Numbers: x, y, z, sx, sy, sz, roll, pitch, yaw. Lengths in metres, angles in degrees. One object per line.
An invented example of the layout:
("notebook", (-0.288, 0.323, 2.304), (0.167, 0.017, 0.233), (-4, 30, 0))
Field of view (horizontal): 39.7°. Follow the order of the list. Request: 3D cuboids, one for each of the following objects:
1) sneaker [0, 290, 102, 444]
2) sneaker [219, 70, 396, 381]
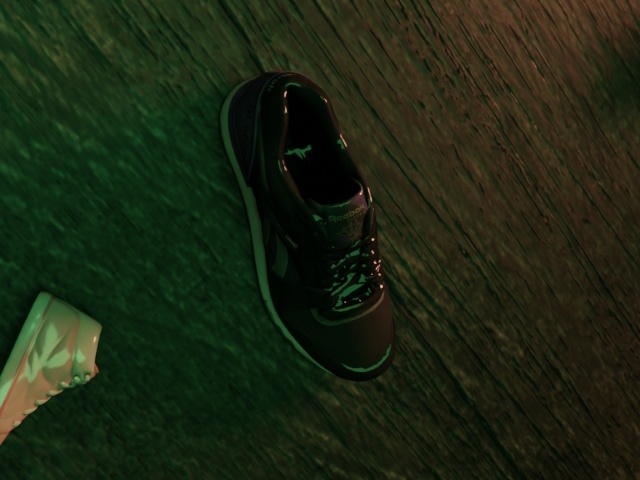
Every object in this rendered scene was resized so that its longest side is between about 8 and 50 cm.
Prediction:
("sneaker", (-0.217, 0.113, 0.698), (0.070, 0.051, 0.134), (26, 82, -16))
("sneaker", (0.000, 0.000, 0.731), (0.107, 0.124, 0.283), (-27, 104, -16))
